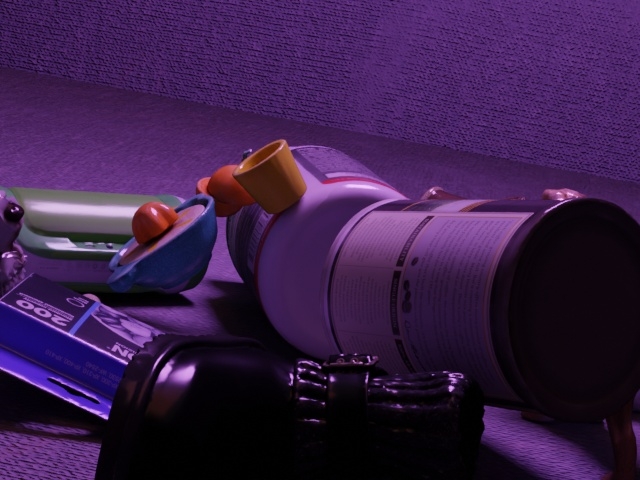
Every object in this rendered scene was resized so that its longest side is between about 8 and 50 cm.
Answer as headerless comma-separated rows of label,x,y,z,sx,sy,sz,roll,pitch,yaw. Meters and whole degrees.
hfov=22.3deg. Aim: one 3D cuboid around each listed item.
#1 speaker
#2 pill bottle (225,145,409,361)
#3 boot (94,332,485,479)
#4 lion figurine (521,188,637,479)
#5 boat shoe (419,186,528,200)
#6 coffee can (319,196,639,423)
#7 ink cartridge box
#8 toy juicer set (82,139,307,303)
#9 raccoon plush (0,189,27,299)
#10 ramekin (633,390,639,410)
speaker,-0.283,0.001,1.920,0.297,0.131,0.131,3,13,-32
pill bottle,0.000,0.000,1.948,0.210,0.210,0.363,7,12,-14
boot,-0.011,0.159,1.350,0.260,0.131,0.348,13,11,17
lion figurine,0.300,0.097,1.646,0.142,0.240,0.392,5,13,-23
boat shoe,0.159,-0.022,2.083,0.257,0.095,0.095,-22,5,44
coffee can,0.158,0.059,1.550,0.202,0.201,0.275,2,0,-36
ink cartridge box,-0.211,0.108,1.532,0.206,0.045,0.208,26,12,-2
toy juicer set,-0.183,-0.001,1.774,0.329,0.089,0.209,-39,16,-19
raccoon plush,-0.489,0.016,1.725,0.446,0.299,0.216,-22,3,42
ramekin,0.358,0.124,1.900,0.207,0.109,0.207,9,11,-2
